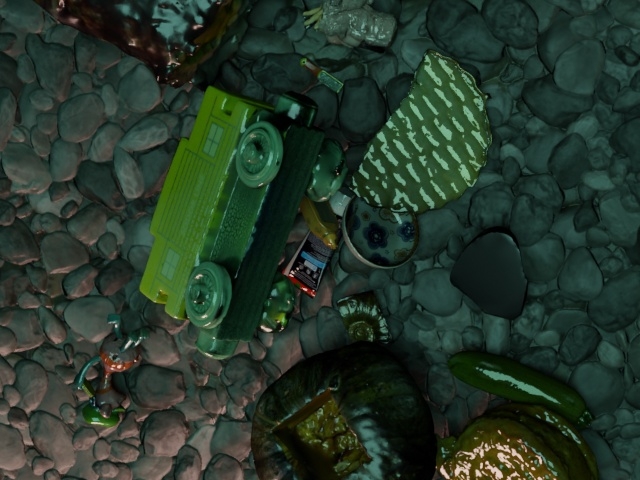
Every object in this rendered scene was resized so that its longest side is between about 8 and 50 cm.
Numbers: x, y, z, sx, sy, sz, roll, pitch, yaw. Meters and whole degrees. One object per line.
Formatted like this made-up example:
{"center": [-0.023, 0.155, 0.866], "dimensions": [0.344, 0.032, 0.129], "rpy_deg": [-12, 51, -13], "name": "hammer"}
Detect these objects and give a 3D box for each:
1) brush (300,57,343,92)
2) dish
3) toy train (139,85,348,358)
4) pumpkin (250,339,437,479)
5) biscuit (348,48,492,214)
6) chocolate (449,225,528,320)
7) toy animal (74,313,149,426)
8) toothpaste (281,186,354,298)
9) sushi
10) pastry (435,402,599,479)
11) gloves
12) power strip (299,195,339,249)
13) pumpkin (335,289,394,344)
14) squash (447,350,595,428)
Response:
{"center": [-0.001, -0.276, 1.733], "dimensions": [0.083, 0.021, 0.019], "rpy_deg": [38, 105, 5], "name": "brush"}
{"center": [0.085, -0.012, 1.726], "dimensions": [0.141, 0.078, 0.141], "rpy_deg": [9, 69, -25], "name": "dish"}
{"center": [-0.138, -0.042, 1.676], "dimensions": [0.272, 0.179, 0.442], "rpy_deg": [32, 105, 44], "name": "toy train"}
{"center": [0.036, 0.330, 1.698], "dimensions": [0.320, 0.192, 0.321], "rpy_deg": [-3, 83, 25], "name": "pumpkin"}
{"center": [0.179, -0.152, 1.684], "dimensions": [0.187, 0.036, 0.274], "rpy_deg": [34, 89, -3], "name": "biscuit"}
{"center": [0.279, 0.052, 1.695], "dimensions": [0.125, 0.080, 0.149], "rpy_deg": [-13, 102, 24], "name": "chocolate"}
{"center": [-0.373, 0.227, 1.833], "dimensions": [0.103, 0.100, 0.208], "rpy_deg": [11, 117, -29], "name": "toy animal"}
{"center": [0.000, 0.000, 1.762], "dimensions": [0.071, 0.045, 0.194], "rpy_deg": [31, 107, 14], "name": "toothpaste"}
{"center": [-0.252, -0.417, 1.634], "dimensions": [0.294, 0.281, 0.299], "rpy_deg": [33, 114, 6], "name": "sushi"}
{"center": [0.326, 0.379, 1.687], "dimensions": [0.235, 0.132, 0.240], "rpy_deg": [-29, 88, 45], "name": "pastry"}
{"center": [0.053, -0.356, 1.674], "dimensions": [0.144, 0.110, 0.094], "rpy_deg": [23, 94, -22], "name": "gloves"}
{"center": [-0.010, -0.057, 1.714], "dimensions": [0.028, 0.049, 0.178], "rpy_deg": [-46, 55, 31], "name": "power strip"}
{"center": [0.075, 0.137, 1.769], "dimensions": [0.073, 0.035, 0.101], "rpy_deg": [-19, 90, 1], "name": "pumpkin"}
{"center": [0.333, 0.239, 1.714], "dimensions": [0.258, 0.069, 0.069], "rpy_deg": [21, 101, 7], "name": "squash"}
